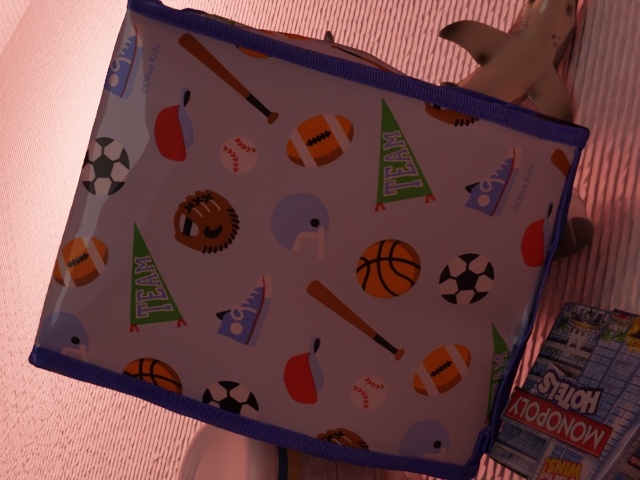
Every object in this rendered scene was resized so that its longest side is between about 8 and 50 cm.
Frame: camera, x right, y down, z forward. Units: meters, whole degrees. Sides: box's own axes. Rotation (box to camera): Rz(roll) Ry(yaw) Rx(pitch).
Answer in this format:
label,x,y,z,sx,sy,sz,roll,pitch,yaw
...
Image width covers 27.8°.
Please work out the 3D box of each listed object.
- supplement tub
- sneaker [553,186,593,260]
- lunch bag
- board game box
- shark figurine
label,x,y,z,sx,sy,sz,roll,pitch,yaw
supplement tub,-0.016,0.239,1.174,0.144,0.200,0.144,-32,48,44
sneaker,0.178,0.004,1.157,0.152,0.054,0.061,-36,38,32
lunch bag,0.000,0.000,1.097,0.239,0.386,0.327,-39,-35,-78
board game box,0.201,0.149,0.987,0.194,0.060,0.194,-62,27,-7
shark figurine,0.129,-0.141,1.235,0.116,0.278,0.166,69,-177,-83
